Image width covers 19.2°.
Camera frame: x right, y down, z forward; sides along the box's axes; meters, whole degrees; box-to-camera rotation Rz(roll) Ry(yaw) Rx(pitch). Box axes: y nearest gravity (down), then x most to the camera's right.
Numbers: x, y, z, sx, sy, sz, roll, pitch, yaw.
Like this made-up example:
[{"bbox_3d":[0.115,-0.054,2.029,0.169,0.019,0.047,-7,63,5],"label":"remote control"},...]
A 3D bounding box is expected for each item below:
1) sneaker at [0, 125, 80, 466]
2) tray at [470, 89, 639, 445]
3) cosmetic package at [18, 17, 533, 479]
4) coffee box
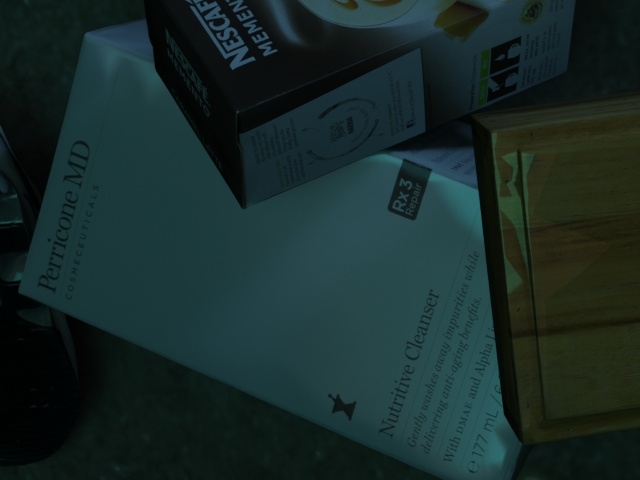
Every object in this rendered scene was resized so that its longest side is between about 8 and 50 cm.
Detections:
[{"bbox_3d":[-0.254,0.035,1.503,0.122,0.146,0.330,-1,129,-3],"label":"sneaker"},{"bbox_3d":[0.312,-0.004,1.191,0.411,0.076,0.202,-9,103,-5],"label":"tray"},{"bbox_3d":[0.000,0.000,1.359,0.385,0.156,0.217,20,109,14],"label":"cosmetic package"},{"bbox_3d":[0.026,-0.142,1.244,0.141,0.246,0.098,56,161,32],"label":"coffee box"}]
